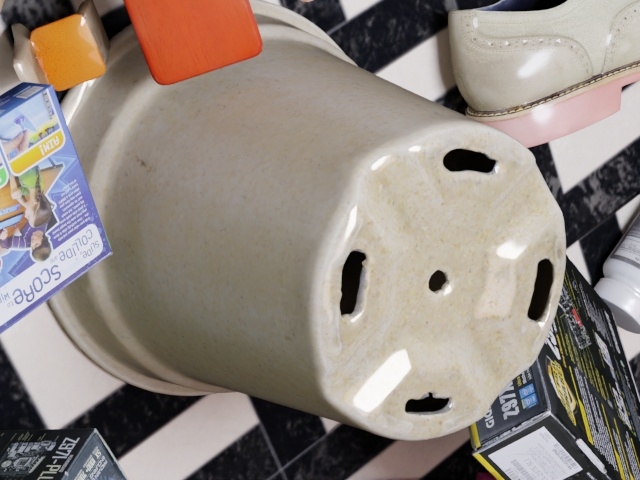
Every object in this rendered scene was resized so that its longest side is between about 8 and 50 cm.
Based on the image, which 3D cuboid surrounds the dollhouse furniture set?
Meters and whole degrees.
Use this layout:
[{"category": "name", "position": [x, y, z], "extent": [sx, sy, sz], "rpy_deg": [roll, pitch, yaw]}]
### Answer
[{"category": "dollhouse furniture set", "position": [-0.114, -0.229, 1.021], "extent": [0.262, 0.135, 0.259], "rpy_deg": [-20, 118, 0]}]

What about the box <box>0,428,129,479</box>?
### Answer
[{"category": "box", "position": [-0.239, 0.222, 1.077], "extent": [0.077, 0.147, 0.180], "rpy_deg": [65, 36, -29]}]

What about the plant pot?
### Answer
[{"category": "plant pot", "position": [0.000, 0.000, 1.130], "extent": [0.334, 0.305, 0.334], "rpy_deg": [-11, 109, -33]}]

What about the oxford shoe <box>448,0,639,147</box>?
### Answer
[{"category": "oxford shoe", "position": [0.286, -0.222, 1.384], "extent": [0.397, 0.140, 0.146], "rpy_deg": [-31, 111, -26]}]

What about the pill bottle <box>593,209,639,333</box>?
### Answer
[{"category": "pill bottle", "position": [0.332, 0.020, 1.524], "extent": [0.078, 0.078, 0.137], "rpy_deg": [44, 77, -36]}]

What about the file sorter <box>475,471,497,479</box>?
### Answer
[{"category": "file sorter", "position": [0.120, 0.382, 1.396], "extent": [0.182, 0.202, 0.291], "rpy_deg": [7, 98, -34]}]

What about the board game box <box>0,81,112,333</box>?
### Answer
[{"category": "board game box", "position": [-0.236, 0.001, 0.997], "extent": [0.201, 0.035, 0.136], "rpy_deg": [-39, 125, -38]}]

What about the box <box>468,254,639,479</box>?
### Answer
[{"category": "box", "position": [0.200, 0.114, 1.318], "extent": [0.079, 0.322, 0.257], "rpy_deg": [-31, 128, 20]}]
